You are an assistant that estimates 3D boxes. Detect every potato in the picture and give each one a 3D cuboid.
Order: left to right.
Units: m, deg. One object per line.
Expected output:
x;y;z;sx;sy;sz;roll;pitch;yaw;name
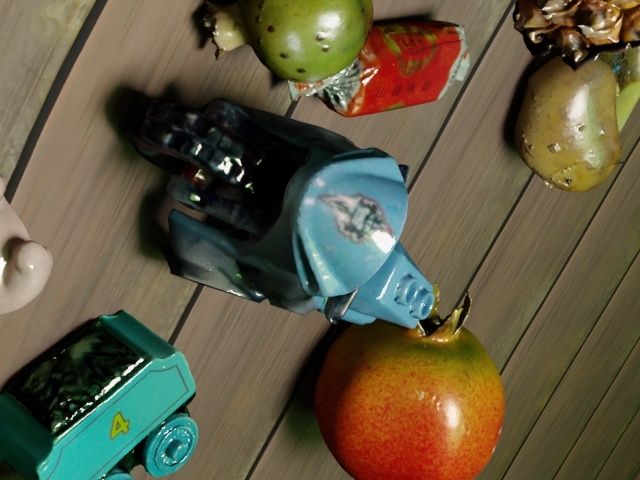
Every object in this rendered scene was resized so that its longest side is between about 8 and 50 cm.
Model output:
0.297;-0.144;1.496;0.137;0.137;0.176;-24;117;-43;potato
0.357;-0.211;1.547;0.054;0.119;0.198;-5;135;-12;potato

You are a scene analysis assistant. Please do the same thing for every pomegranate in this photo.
-0.020;-0.189;1.006;0.130;0.130;0.130;-36;145;-30;pomegranate
0.109;0.169;1.445;0.221;0.221;0.257;-12;124;-50;pomegranate

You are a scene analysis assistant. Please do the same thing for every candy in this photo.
0.069;-0.167;1.201;0.292;0.059;0.086;-17;135;-46;candy

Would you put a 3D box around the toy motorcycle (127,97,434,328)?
0.000;0.000;1.095;0.172;0.232;0.416;-63;152;-10;toy motorcycle

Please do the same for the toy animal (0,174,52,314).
-0.289;0.034;0.830;0.212;0.124;0.124;-29;142;-44;toy animal

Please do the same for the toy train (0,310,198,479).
-0.198;0.164;1.111;0.198;0.107;0.154;-40;139;-26;toy train

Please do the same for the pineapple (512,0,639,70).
0.187;-0.323;1.049;0.271;0.262;0.262;32;93;-36;pineapple
